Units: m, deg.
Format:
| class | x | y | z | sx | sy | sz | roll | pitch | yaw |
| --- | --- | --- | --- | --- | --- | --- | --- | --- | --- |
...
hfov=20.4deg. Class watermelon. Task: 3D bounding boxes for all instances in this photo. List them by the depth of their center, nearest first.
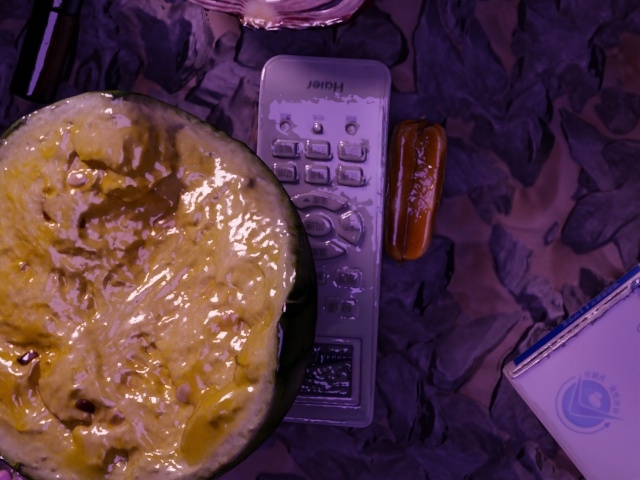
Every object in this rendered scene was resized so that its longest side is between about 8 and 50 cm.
| class | x | y | z | sx | sy | sz | roll | pitch | yaw |
| --- | --- | --- | --- | --- | --- | --- | --- | --- | --- |
| watermelon | -0.134 | 0.053 | 1.446 | 0.331 | 0.189 | 0.331 | 0 | 90 | 33 |

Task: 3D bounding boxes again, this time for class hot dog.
| class | x | y | z | sx | sy | sz | roll | pitch | yaw |
| --- | --- | --- | --- | --- | --- | --- | --- | --- | --- |
| hot dog | 0.075 | -0.042 | 1.515 | 0.056 | 0.041 | 0.133 | 9 | 89 | -1 |

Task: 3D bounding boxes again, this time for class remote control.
| class | x | y | z | sx | sy | sz | roll | pitch | yaw |
| --- | --- | --- | --- | --- | --- | --- | --- | --- | --- |
| remote control | 0.000 | 0.000 | 1.514 | 0.109 | 0.055 | 0.313 | 4 | 100 | 7 |

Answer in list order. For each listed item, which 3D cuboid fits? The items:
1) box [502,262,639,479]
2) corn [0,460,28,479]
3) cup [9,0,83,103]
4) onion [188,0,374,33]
| class | x | y | z | sx | sy | sz | roll | pitch | yaw |
| --- | --- | --- | --- | --- | --- | --- | --- | --- | --- |
| box | 0.337 | 0.186 | 1.517 | 0.200 | 0.065 | 0.343 | -38 | 94 | 5 |
| corn | -0.382 | 0.245 | 1.508 | 0.335 | 0.126 | 0.126 | -29 | 95 | 5 |
| cup | -0.313 | -0.221 | 1.469 | 0.177 | 0.239 | 0.166 | -52 | 51 | 0 |
| onion | -0.026 | -0.312 | 1.417 | 0.227 | 0.120 | 0.283 | 16 | 121 | 17 |
